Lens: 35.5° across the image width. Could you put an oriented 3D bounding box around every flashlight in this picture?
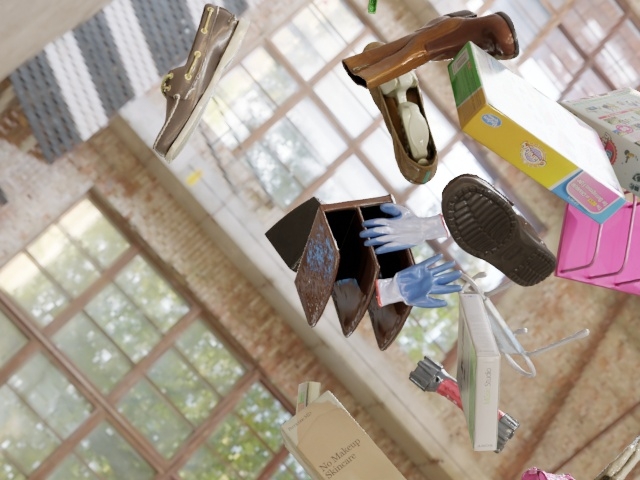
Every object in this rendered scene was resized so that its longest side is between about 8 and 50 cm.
[{"bbox_3d":[0.367,0.423,2.597,0.103,0.304,0.103,-50,163,-14],"label":"flashlight"}]

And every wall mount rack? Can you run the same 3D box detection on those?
[{"bbox_3d":[0.503,0.185,2.552,0.130,0.350,0.304,-40,-169,-18],"label":"wall mount rack"}]

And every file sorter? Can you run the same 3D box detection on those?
[{"bbox_3d":[0.693,0.004,2.172,0.182,0.290,0.202,152,-50,-78],"label":"file sorter"}]

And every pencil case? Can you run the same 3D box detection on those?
[{"bbox_3d":[0.597,0.642,2.591,0.095,0.209,0.098,-6,-111,38],"label":"pencil case"}]

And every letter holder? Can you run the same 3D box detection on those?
[{"bbox_3d":[0.068,0.088,1.964,0.152,0.214,0.302,-9,151,-17],"label":"letter holder"}]

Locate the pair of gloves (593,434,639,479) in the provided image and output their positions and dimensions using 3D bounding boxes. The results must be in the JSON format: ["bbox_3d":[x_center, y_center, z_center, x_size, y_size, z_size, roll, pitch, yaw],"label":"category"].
[{"bbox_3d":[0.495,0.434,1.752,0.204,0.042,0.240,-27,154,-40],"label":"pair of gloves"}]

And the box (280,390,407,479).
[{"bbox_3d":[0.062,0.494,2.160,0.148,0.311,0.121,-37,153,-16],"label":"box"}]

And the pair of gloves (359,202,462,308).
[{"bbox_3d":[0.155,0.025,1.718,0.159,0.198,0.023,-8,163,-12],"label":"pair of gloves"}]

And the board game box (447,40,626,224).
[{"bbox_3d":[0.370,-0.189,1.729,0.064,0.316,0.242,-48,-158,28],"label":"board game box"}]

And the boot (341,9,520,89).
[{"bbox_3d":[0.204,-0.355,1.874,0.280,0.096,0.264,-22,-147,-14],"label":"boot"}]

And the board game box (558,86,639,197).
[{"bbox_3d":[0.631,-0.183,1.931,0.224,0.303,0.098,-16,131,-34],"label":"board game box"}]

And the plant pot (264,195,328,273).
[{"bbox_3d":[0.000,0.000,2.581,0.167,0.187,0.188,-52,-142,9],"label":"plant pot"}]

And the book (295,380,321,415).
[{"bbox_3d":[-0.036,0.413,2.377,0.096,0.035,0.144,143,-46,-67],"label":"book"}]

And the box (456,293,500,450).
[{"bbox_3d":[0.351,0.288,2.244,0.058,0.232,0.322,-1,-159,2],"label":"box"}]

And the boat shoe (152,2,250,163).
[{"bbox_3d":[-0.243,-0.300,1.890,0.324,0.096,0.116,-64,-171,-14],"label":"boat shoe"}]

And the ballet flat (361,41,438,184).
[{"bbox_3d":[0.181,-0.289,2.171,0.116,0.343,0.124,-14,174,-11],"label":"ballet flat"}]

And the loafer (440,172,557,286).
[{"bbox_3d":[0.354,-0.030,2.082,0.133,0.366,0.130,-36,-138,14],"label":"loafer"}]

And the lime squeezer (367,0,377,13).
[{"bbox_3d":[0.107,-0.525,1.631,0.310,0.058,0.110,110,-5,-54],"label":"lime squeezer"}]
